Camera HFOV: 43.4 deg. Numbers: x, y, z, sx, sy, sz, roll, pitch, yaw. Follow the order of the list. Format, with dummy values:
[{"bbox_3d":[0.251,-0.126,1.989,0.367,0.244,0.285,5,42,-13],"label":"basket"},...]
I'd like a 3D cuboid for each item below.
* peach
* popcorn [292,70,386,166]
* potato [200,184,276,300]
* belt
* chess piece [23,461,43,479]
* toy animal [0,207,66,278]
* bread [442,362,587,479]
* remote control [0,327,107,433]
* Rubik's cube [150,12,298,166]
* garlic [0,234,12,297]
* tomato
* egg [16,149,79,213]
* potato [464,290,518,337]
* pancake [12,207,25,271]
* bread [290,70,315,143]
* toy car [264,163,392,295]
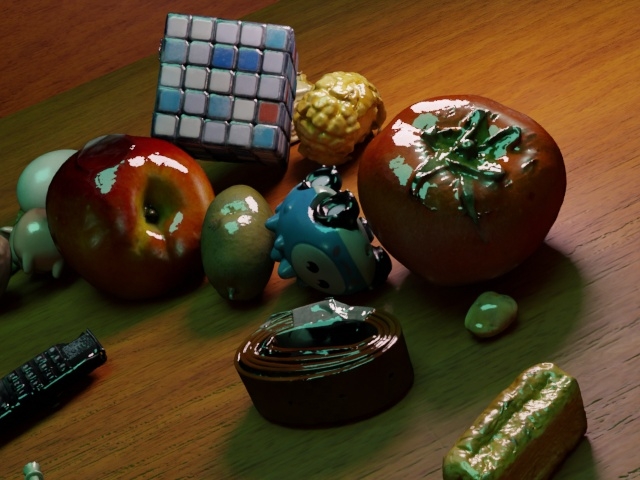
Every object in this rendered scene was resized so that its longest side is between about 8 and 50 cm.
[{"bbox_3d":[-0.400,-0.068,1.690,0.335,0.310,0.406,-36,35,-20],"label":"peach"},{"bbox_3d":[0.038,-0.284,1.872,0.250,0.190,0.250,-35,-9,-6],"label":"popcorn"},{"bbox_3d":[-0.154,0.011,1.539,0.159,0.174,0.251,-10,45,13],"label":"potato"},{"bbox_3d":[0.006,0.181,1.213,0.261,0.105,0.184,-8,30,24],"label":"belt"},{"bbox_3d":[-0.444,0.375,1.246,0.042,0.042,0.093,-31,24,-17],"label":"chess piece"},{"bbox_3d":[-0.653,0.001,1.872,0.250,0.166,0.154,5,81,62],"label":"toy animal"},{"bbox_3d":[0.233,0.243,0.957,0.211,0.114,0.083,-35,29,-28],"label":"bread"},{"bbox_3d":[-0.566,0.298,1.427,0.398,0.062,0.144,-34,31,-19],"label":"remote control"},{"bbox_3d":[-0.209,-0.336,1.860,0.292,0.292,0.287,4,-1,2],"label":"Rubik's cube"},{"bbox_3d":[-0.780,0.076,1.780,0.338,0.196,0.151,-30,52,26],"label":"garlic"},{"bbox_3d":[0.232,-0.068,1.324,0.341,0.273,0.342,-1,51,2],"label":"tomato"},{"bbox_3d":[-0.688,-0.146,2.128,0.182,0.183,0.264,-6,26,24],"label":"egg"},{"bbox_3d":[0.258,0.113,1.218,0.083,0.062,0.068,-52,21,-10],"label":"potato"},{"bbox_3d":[-0.813,0.013,2.073,0.197,0.054,0.377,-18,28,7],"label":"pancake"},{"bbox_3d":[-0.138,-0.381,2.188,0.236,0.165,0.375,-29,30,-5],"label":"bread"},{"bbox_3d":[0.000,0.000,1.439,0.190,0.188,0.255,-31,33,1],"label":"toy car"}]
